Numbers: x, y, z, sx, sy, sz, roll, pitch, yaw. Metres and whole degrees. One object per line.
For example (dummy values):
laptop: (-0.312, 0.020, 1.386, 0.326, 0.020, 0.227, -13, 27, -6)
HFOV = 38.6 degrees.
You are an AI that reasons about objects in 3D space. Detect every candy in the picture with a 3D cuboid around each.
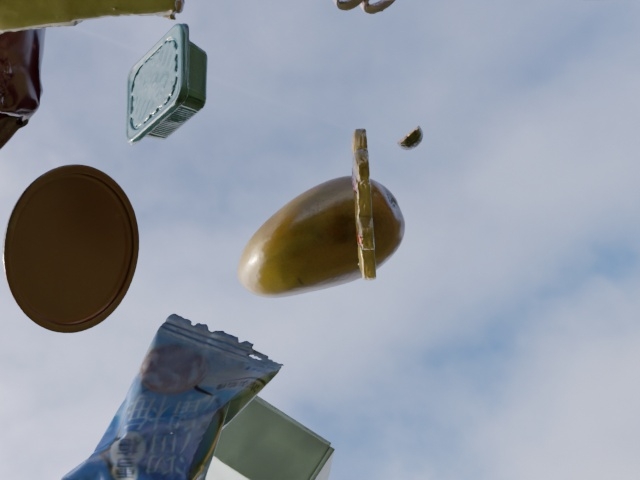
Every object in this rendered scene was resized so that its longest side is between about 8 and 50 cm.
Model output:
candy: (-0.083, 0.106, 0.526, 0.136, 0.088, 0.038, -60, -29, -33)

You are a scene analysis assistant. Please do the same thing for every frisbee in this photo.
frisbee: (-0.365, 0.012, 1.353, 0.250, 0.021, 0.251, -6, -82, -53)

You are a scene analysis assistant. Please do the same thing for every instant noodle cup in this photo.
instant noodle cup: (-0.246, -0.244, 1.482, 0.070, 0.157, 0.179, 20, -35, -37)

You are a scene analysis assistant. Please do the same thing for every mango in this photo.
mango: (0.000, 0.000, 1.614, 0.317, 0.173, 0.211, -26, -21, -9)

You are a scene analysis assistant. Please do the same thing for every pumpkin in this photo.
pumpkin: (0.160, -0.175, 1.598, 0.050, 0.028, 0.083, -37, 1, 12)

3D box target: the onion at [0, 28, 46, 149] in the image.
onion: (-0.581, -0.277, 1.147, 0.398, 0.398, 0.420, -48, -19, 0)

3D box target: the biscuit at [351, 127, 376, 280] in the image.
biscuit: (0.067, -0.044, 1.407, 0.030, 0.153, 0.234, -3, -61, 4)

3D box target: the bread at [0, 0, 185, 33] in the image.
bread: (-0.251, -0.344, 0.872, 0.207, 0.279, 0.279, -9, -67, -14)

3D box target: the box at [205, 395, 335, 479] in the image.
box: (-0.065, 0.278, 1.064, 0.086, 0.129, 0.225, -52, -16, -30)

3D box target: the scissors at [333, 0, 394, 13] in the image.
scissors: (0.114, -0.406, 1.256, 0.118, 0.031, 0.242, -6, -31, -44)
